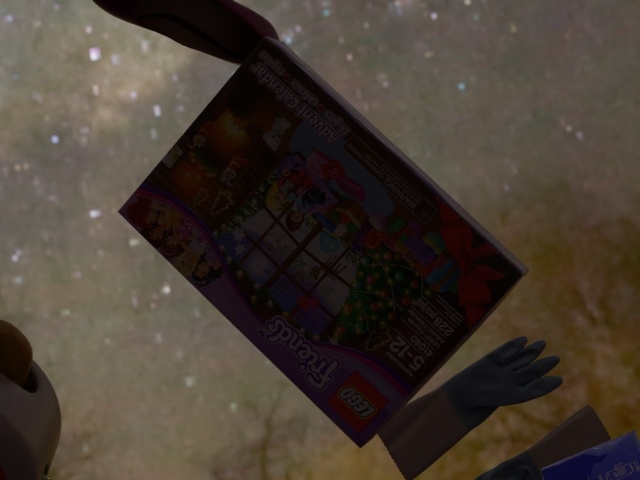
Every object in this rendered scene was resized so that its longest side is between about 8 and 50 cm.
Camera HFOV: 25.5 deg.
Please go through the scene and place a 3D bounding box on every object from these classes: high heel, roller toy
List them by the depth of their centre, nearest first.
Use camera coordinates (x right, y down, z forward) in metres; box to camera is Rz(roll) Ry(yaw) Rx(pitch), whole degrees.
[{"bbox_3d":[-0.339,0.179,1.288,0.191,0.209,0.146,-10,24,7],"label":"roller toy"},{"bbox_3d":[-0.214,-0.374,2.340,0.377,0.181,0.127,5,-61,-48],"label":"high heel"}]

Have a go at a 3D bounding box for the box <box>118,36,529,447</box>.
[{"bbox_3d":[0.000,0.000,1.192,0.201,0.293,0.057,-49,-10,12],"label":"box"}]

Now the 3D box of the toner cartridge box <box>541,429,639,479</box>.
[{"bbox_3d":[0.215,0.258,0.832,0.075,0.165,0.348,-25,14,7],"label":"toner cartridge box"}]

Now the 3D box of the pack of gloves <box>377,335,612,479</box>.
[{"bbox_3d":[0.206,0.235,1.661,0.232,0.195,0.046,-31,5,-3],"label":"pack of gloves"}]
